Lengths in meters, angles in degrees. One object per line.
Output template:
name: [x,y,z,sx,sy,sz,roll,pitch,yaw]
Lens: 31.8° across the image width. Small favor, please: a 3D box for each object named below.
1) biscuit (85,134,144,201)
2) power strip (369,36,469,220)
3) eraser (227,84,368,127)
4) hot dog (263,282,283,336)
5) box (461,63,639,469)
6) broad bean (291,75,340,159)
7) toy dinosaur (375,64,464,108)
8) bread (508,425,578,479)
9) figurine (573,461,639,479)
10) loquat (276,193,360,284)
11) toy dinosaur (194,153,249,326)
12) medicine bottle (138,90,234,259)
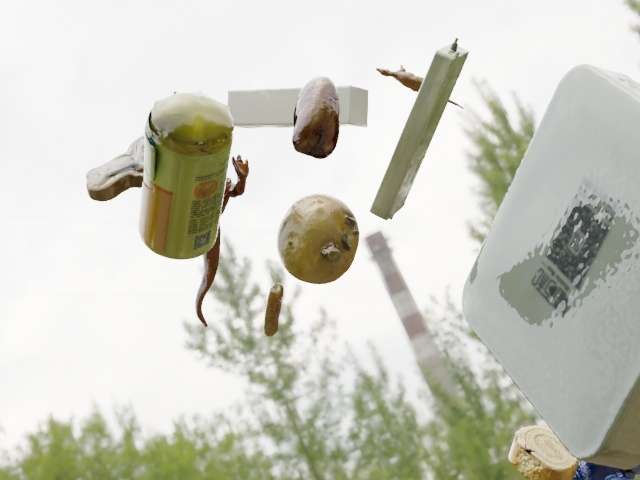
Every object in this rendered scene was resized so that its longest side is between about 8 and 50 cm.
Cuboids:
biscuit: [-0.293,-0.150,2.087,0.320,0.183,0.047,-21,-53,-25]
power strip: [0.183,-0.204,2.067,0.106,0.043,0.367,-37,-28,-62]
eraser: [-0.049,-0.270,2.288,0.298,0.078,0.076,3,2,31]
hot dog: [-0.089,0.135,2.114,0.044,0.028,0.137,-45,-22,-40]
box: [0.322,0.021,1.285,0.090,0.367,0.373,12,-67,-23]
broad bean: [-0.008,-0.225,2.034,0.084,0.165,0.114,28,-50,-32]
toy dinosaur: [0.201,-0.313,2.284,0.126,0.162,0.039,-3,-55,-49]
bread: [0.453,0.432,2.250,0.122,0.149,0.073,-11,-57,-35]
figurine: [0.576,0.466,2.339,0.121,0.262,0.164,42,-92,-21]
loquat: [0.000,0.000,2.110,0.149,0.204,0.172,14,-81,-23]
toy dinosaur: [-0.221,-0.068,2.233,0.097,0.432,0.208,13,-34,-36]
medicine bottle: [-0.186,-0.092,1.536,0.124,0.124,0.239,-13,-41,-25]
